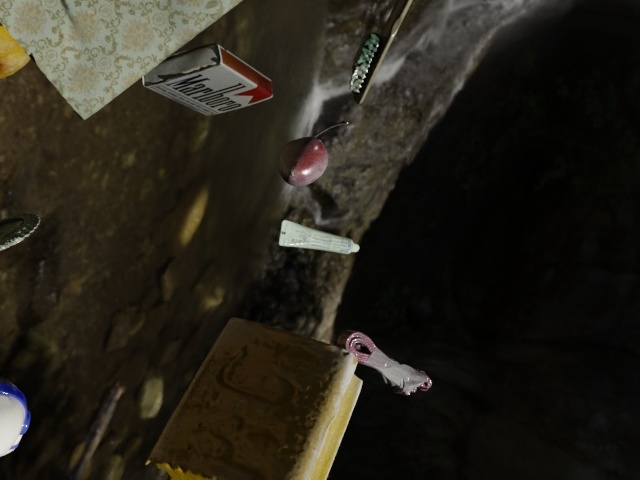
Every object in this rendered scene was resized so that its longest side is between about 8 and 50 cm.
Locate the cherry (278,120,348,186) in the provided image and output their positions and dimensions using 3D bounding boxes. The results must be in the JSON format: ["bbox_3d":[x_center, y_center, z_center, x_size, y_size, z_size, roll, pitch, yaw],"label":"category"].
[{"bbox_3d":[-0.021,-0.201,1.577,0.148,0.188,0.115,-23,92,-63],"label":"cherry"}]

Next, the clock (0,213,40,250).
[{"bbox_3d":[-0.334,-0.008,0.689,0.083,0.074,0.010,-63,146,-55],"label":"clock"}]

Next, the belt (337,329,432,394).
[{"bbox_3d":[0.135,0.268,1.411,0.071,0.232,0.053,-62,-162,-14],"label":"belt"}]

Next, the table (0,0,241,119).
[{"bbox_3d":[-0.202,-0.360,0.807,0.335,0.222,0.272,-32,-159,11],"label":"table"}]

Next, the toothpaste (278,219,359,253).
[{"bbox_3d":[0.000,0.000,1.249,0.029,0.197,0.048,4,-96,51],"label":"toothpaste"}]

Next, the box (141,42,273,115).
[{"bbox_3d":[-0.149,-0.217,0.898,0.177,0.115,0.036,4,74,-73],"label":"box"}]

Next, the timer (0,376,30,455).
[{"bbox_3d":[-0.581,0.356,1.015,0.383,0.270,0.270,-52,179,18],"label":"timer"}]

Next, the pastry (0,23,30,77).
[{"bbox_3d":[-0.656,-0.387,1.098,0.356,0.356,0.164,86,0,-77],"label":"pastry"}]

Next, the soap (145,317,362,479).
[{"bbox_3d":[-0.109,0.338,1.229,0.156,0.293,0.335,79,32,-47],"label":"soap"}]

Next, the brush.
[{"bbox_3d":[0.070,-0.236,0.700,0.034,0.027,0.190,-97,-150,-52],"label":"brush"}]
